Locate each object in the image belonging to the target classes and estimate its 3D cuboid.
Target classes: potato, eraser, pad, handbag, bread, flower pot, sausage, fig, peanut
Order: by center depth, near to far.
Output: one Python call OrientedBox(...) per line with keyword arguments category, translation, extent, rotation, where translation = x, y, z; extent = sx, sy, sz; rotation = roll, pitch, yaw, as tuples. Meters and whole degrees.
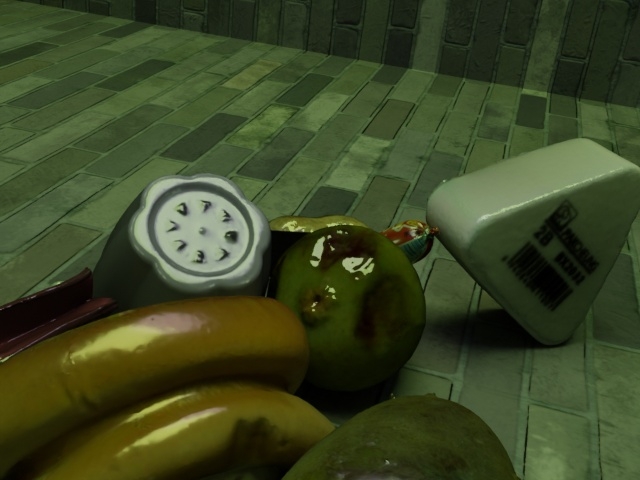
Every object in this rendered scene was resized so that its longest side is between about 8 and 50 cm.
OrientedBox(category="potato", translation=(0.096, 0.289, 0.809), extent=(0.270, 0.219, 0.359), rotation=(25, 25, 19))
OrientedBox(category="bread", translation=(-0.193, 0.214, 0.910), extent=(0.424, 0.245, 0.329), rotation=(-9, -12, -38))
OrientedBox(category="handbag", translation=(-0.367, 0.130, 0.971), extent=(0.074, 0.216, 0.203), rotation=(54, 42, 5))
OrientedBox(category="flower pot", translation=(-0.189, 0.040, 1.108), extent=(0.265, 0.243, 0.265), rotation=(8, 58, -13))
OrientedBox(category="fig", translation=(0.046, 0.103, 1.188), extent=(0.239, 0.239, 0.271), rotation=(24, 0, 30))
OrientedBox(category="eraser", translation=(0.320, -0.009, 1.293), extent=(0.331, 0.331, 0.150), rotation=(-3, 28, -19))
OrientedBox(category="sausage", translation=(0.094, 0.027, 1.318), extent=(0.264, 0.083, 0.083), rotation=(-26, -2, 44))
OrientedBox(category="pad", translation=(-0.096, 0.024, 1.405), extent=(0.190, 0.127, 0.004), rotation=(3, 48, -6))
OrientedBox(category="peanut", translation=(0.000, 0.000, 1.507), extent=(0.229, 0.098, 0.103), rotation=(-2, 69, -15))
